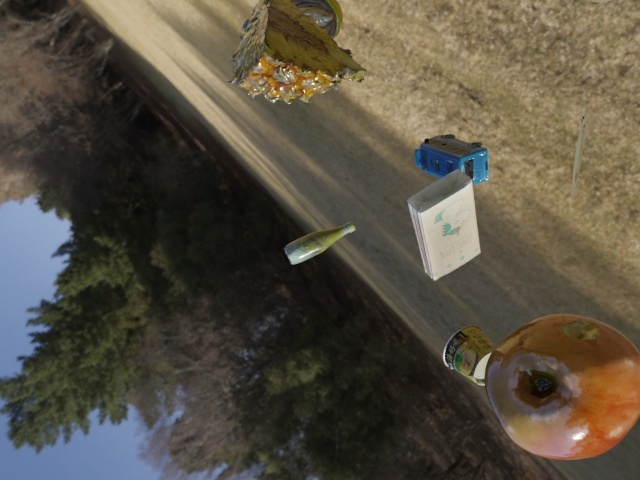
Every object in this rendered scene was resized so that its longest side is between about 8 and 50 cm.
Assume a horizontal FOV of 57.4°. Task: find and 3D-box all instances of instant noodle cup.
[{"bbox_3d":[0.447,0.335,1.684,0.151,0.151,0.122,48,175,-34],"label":"instant noodle cup"}]

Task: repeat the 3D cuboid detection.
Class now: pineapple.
[{"bbox_3d":[-0.057,-0.386,1.379,0.286,0.209,0.344,24,-141,-25],"label":"pineapple"}]

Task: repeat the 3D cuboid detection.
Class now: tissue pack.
[{"bbox_3d":[0.343,-0.034,1.597,0.071,0.170,0.325,52,172,39],"label":"tissue pack"}]

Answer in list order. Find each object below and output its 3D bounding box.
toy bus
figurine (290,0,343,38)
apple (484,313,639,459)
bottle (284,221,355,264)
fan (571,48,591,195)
[{"bbox_3d":[0.416,-0.256,1.855,0.246,0.134,0.113,38,142,56],"label":"toy bus"},{"bbox_3d":[-0.059,-0.665,1.837,0.215,0.343,0.187,7,133,19],"label":"figurine"},{"bbox_3d":[0.402,0.239,0.966,0.241,0.242,0.242,9,-152,-46],"label":"apple"},{"bbox_3d":[0.000,0.000,2.139,0.083,0.270,0.083,63,176,9],"label":"bottle"},{"bbox_3d":[0.561,-0.249,1.246,0.010,0.182,0.309,9,121,26],"label":"fan"}]
